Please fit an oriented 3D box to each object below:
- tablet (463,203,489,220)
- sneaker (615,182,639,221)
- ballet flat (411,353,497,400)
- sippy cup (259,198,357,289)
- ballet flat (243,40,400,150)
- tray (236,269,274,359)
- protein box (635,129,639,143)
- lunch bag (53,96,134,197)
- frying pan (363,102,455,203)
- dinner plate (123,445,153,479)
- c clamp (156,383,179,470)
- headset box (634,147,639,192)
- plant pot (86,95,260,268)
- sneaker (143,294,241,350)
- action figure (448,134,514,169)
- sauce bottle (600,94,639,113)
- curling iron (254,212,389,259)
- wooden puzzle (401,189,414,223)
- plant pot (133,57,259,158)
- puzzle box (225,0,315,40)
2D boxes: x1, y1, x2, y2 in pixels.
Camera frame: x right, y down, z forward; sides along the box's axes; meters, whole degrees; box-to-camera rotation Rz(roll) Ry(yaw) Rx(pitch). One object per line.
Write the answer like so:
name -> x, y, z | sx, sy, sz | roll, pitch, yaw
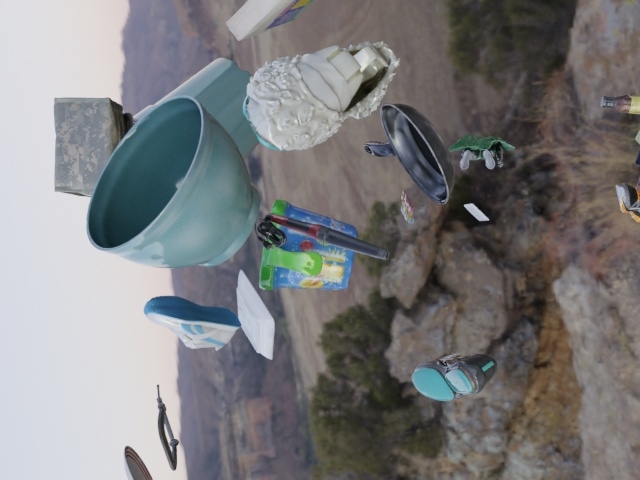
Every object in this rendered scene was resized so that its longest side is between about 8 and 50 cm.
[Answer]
tablet -> 0.356, -0.064, 1.782 | 0.054, 0.006, 0.083 | 44, 180, -2
sneaker -> 0.893, -0.115, 2.184 | 0.083, 0.214, 0.084 | -17, 67, 38
ballet flat -> 0.292, 0.286, 1.655 | 0.095, 0.096, 0.280 | 60, 160, 0
sippy cup -> -0.025, 0.027, 1.977 | 0.306, 0.223, 0.240 | -79, -2, -45
ballet flat -> 0.019, -0.247, 1.187 | 0.409, 0.146, 0.147 | -42, -50, -61
tray -> -0.156, 0.182, 1.801 | 0.145, 0.030, 0.270 | 56, 162, 21
protein box -> 0.652, -0.154, 1.224 | 0.201, 0.199, 0.136 | -101, 24, -55
lunch bag -> -0.564, -0.227, 1.989 | 0.287, 0.168, 0.236 | -153, 63, -89
frying pan -> 0.163, -0.142, 1.381 | 0.197, 0.053, 0.326 | 57, 174, 6
dinner plate -> -0.352, 0.467, 1.520 | 0.141, 0.017, 0.141 | 61, 176, 7
c clamp -> -0.335, 0.417, 1.709 | 0.137, 0.022, 0.161 | -112, 10, -68
headset box -> 0.887, -0.187, 1.803 | 0.110, 0.293, 0.218 | 26, -99, -58
plant pot -> -0.229, -0.072, 1.332 | 0.196, 0.293, 0.293 | 34, -154, -38
sneaker -> -0.287, 0.187, 1.707 | 0.092, 0.228, 0.087 | -55, 38, 20
action figure -> 0.316, -0.177, 1.522 | 0.232, 0.137, 0.064 | -38, -51, -69
sauce bottle -> 0.700, -0.307, 1.756 | 0.042, 0.128, 0.042 | 8, -90, -84
curling iron -> 0.000, 0.000, 1.418 | 0.035, 0.273, 0.068 | -16, -66, -62
wooden puzzle -> 0.197, -0.072, 1.775 | 0.049, 0.006, 0.083 | 97, 160, -44
plant pot -> -0.323, -0.321, 2.217 | 0.341, 0.334, 0.341 | 39, 163, 14
puzzle box -> -0.002, -0.595, 1.690 | 0.052, 0.409, 0.272 | 53, -147, -5
